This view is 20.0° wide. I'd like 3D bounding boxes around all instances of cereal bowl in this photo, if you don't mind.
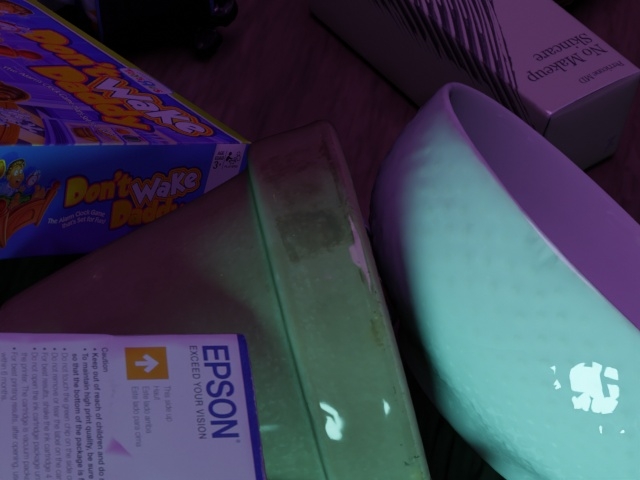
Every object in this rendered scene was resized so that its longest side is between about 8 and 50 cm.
[{"bbox_3d":[0.151,0.063,1.142,0.339,0.141,0.339,42,15,-14],"label":"cereal bowl"}]

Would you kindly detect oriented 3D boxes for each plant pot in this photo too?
[{"bbox_3d":[-0.068,0.080,1.096,0.229,0.263,0.263,-14,48,-1],"label":"plant pot"}]

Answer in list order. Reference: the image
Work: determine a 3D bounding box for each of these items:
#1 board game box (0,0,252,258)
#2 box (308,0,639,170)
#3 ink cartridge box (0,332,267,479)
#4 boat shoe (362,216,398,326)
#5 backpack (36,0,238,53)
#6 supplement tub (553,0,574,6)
[{"bbox_3d":[-0.245,-0.098,1.228,0.233,0.078,0.347,-3,28,-43],"label":"board game box"},{"bbox_3d":[0.118,-0.162,1.458,0.113,0.094,0.275,-27,55,-32],"label":"box"},{"bbox_3d":[-0.184,0.183,0.860,0.330,0.071,0.324,2,46,-12],"label":"ink cartridge box"},{"bbox_3d":[0.000,0.000,1.294,0.066,0.066,0.183,-27,56,-34],"label":"boat shoe"},{"bbox_3d":[-0.190,-0.311,1.453,0.213,0.277,0.263,-9,40,-8],"label":"backpack"},{"bbox_3d":[0.212,-0.269,1.576,0.106,0.106,0.198,30,48,18],"label":"supplement tub"}]
